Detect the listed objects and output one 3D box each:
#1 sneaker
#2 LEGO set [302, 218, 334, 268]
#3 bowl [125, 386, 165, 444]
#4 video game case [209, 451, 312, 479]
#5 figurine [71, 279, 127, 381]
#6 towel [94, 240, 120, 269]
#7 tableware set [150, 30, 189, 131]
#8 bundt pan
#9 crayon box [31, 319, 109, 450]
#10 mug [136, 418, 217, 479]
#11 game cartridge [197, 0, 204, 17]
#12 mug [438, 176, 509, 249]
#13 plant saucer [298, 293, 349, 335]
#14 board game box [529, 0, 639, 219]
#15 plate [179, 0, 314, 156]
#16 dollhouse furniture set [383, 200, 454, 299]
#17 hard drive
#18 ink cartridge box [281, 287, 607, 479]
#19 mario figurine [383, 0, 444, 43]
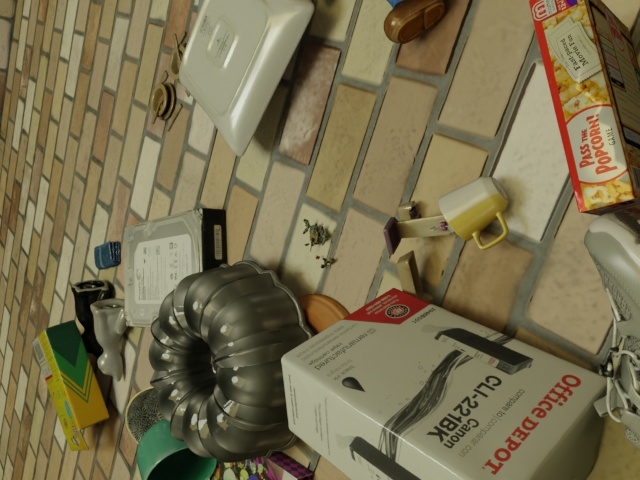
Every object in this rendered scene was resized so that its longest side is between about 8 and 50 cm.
[{"bbox_3d":[0.273,0.114,0.425,0.115,0.105,0.281,-26,90,33],"label":"sneaker"},{"bbox_3d":[-0.001,0.002,0.824,0.054,0.023,0.083,-13,93,46],"label":"LEGO set"},{"bbox_3d":[-0.288,0.338,1.037,0.080,0.170,0.170,-81,11,-72],"label":"bowl"},{"bbox_3d":[-0.115,0.455,0.905,0.232,0.041,0.210,12,96,45],"label":"video game case"},{"bbox_3d":[-0.560,0.234,1.341,0.215,0.092,0.209,24,114,43],"label":"figurine"},{"bbox_3d":[-0.567,0.040,1.383,0.119,0.029,0.067,-12,81,44],"label":"towel"},{"bbox_3d":[-0.334,-0.350,1.153,0.194,0.039,0.128,-48,57,33],"label":"tableware set"},{"bbox_3d":[-0.164,0.198,0.837,0.330,0.124,0.331,1,92,41],"label":"bundt pan"},{"bbox_3d":[-0.652,0.385,1.374,0.202,0.081,0.319,-27,83,50],"label":"crayon box"},{"bbox_3d":[-0.267,0.394,0.949,0.097,0.129,0.158,45,122,47],"label":"mug"},{"bbox_3d":[-0.157,-0.403,0.968,0.198,0.062,0.297,0,89,49],"label":"game cartridge"},{"bbox_3d":[0.187,-0.036,0.612,0.064,0.062,0.078,-37,94,29],"label":"mug"},{"bbox_3d":[-0.016,0.184,0.818,0.200,0.037,0.200,-3,86,45],"label":"plant saucer"},{"bbox_3d":[0.259,-0.119,0.472,0.045,0.146,0.194,-18,75,43],"label":"board game box"},{"bbox_3d":[-0.155,-0.332,0.897,0.278,0.045,0.277,52,124,34],"label":"plate"},{"bbox_3d":[0.142,0.014,0.669,0.081,0.091,0.114,-7,112,26],"label":"dollhouse furniture set"},{"bbox_3d":[-0.319,0.068,1.109,0.339,0.064,0.237,-6,84,46],"label":"hard drive"},{"bbox_3d":[0.121,0.177,0.551,0.273,0.197,0.114,22,126,42],"label":"ink cartridge box"},{"bbox_3d":[0.028,-0.401,0.701,0.198,0.170,0.320,-52,57,33],"label":"mario figurine"}]
